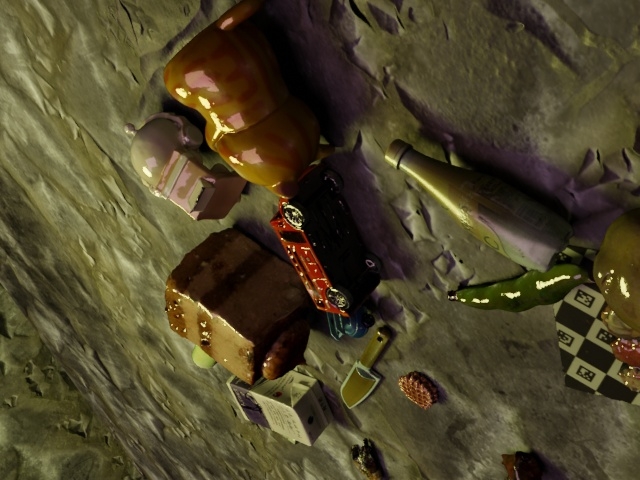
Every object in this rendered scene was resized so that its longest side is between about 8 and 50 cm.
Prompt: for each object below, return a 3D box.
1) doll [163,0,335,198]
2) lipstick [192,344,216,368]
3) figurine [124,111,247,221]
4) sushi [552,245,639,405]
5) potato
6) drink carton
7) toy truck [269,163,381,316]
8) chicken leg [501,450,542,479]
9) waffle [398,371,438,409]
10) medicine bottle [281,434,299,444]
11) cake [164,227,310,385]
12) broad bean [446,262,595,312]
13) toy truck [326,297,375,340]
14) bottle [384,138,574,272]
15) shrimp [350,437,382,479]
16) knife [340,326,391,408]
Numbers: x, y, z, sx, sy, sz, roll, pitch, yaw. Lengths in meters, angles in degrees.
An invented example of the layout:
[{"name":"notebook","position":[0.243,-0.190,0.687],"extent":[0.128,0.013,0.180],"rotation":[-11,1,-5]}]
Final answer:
[{"name":"doll","position":[-0.107,-0.203,1.157],"extent":[0.162,0.166,0.269],"rotation":[2,131,49]},{"name":"lipstick","position":[-0.245,0.217,1.844],"extent":[0.076,0.076,0.304],"rotation":[42,148,6]},{"name":"figurine","position":[-0.255,-0.141,1.430],"extent":[0.237,0.141,0.162],"rotation":[37,118,17]},{"name":"sushi","position":[0.421,0.147,1.051],"extent":[0.264,0.050,0.290],"rotation":[12,135,41]},{"name":"potato","position":[0.409,0.044,0.874],"extent":[0.200,0.154,0.137],"rotation":[19,178,23]},{"name":"drink carton","position":[-0.093,0.370,1.818],"extent":[0.222,0.102,0.134],"rotation":[12,132,41]},{"name":"toy truck","position":[0.000,0.000,1.303],"extent":[0.114,0.107,0.252],"rotation":[1,127,47]},{"name":"chicken leg","position":[0.353,0.495,1.482],"extent":[0.113,0.093,0.304],"rotation":[36,143,35]},{"name":"waffle","position":[0.183,0.281,1.481],"extent":[0.083,0.029,0.075],"rotation":[44,147,7]},{"name":"medicine bottle","position":[-0.083,0.467,1.960],"extent":[0.083,0.047,0.047],"rotation":[29,144,23]},{"name":"cake","position":[-0.141,0.144,1.534],"extent":[0.293,0.196,0.198],"rotation":[35,144,18]},{"name":"broad bean","position":[0.283,0.074,1.119],"extent":[0.060,0.043,0.297],"rotation":[52,153,-8]},{"name":"toy truck","position":[0.047,0.112,1.424],"extent":[0.063,0.074,0.136],"rotation":[123,142,-55]},{"name":"bottle","position":[0.202,-0.054,1.045],"extent":[0.270,0.083,0.083],"rotation":[34,145,20]},{"name":"shrimp","position":[0.098,0.507,1.816],"extent":[0.091,0.034,0.161],"rotation":[20,140,35]},{"name":"knife","position":[0.091,0.266,1.568],"extent":[0.061,0.027,0.343],"rotation":[35,146,9]}]
